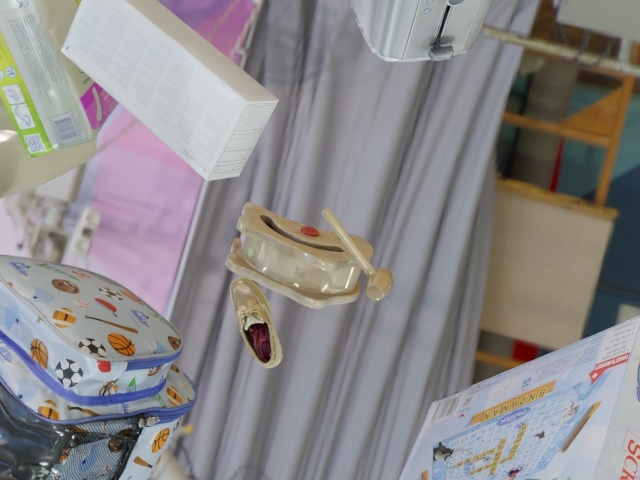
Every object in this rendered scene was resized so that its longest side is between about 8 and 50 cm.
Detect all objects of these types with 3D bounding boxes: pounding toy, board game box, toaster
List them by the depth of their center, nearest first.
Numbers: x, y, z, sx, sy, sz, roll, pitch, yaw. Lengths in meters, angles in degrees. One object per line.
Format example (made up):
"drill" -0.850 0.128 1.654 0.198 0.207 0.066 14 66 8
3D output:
"board game box" 0.166 0.248 0.981 0.066 0.318 0.319 40 142 -12
"toaster" 0.089 -0.280 1.032 0.129 0.227 0.146 -10 147 -13
"pounding toy" 0.000 0.000 1.574 0.270 0.154 0.154 24 -158 15

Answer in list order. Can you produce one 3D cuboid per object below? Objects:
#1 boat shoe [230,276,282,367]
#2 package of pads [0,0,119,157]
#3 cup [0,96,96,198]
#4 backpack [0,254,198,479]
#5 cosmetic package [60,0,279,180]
"boat shoe" -0.090 0.113 1.483 0.050 0.135 0.045 -26 173 5
"package of pads" -0.316 -0.270 1.304 0.101 0.229 0.296 -12 -151 13
"cup" -0.504 -0.223 1.804 0.237 0.330 0.331 -2 178 -15
"backpack" -0.262 0.141 1.085 0.276 0.213 0.263 41 -171 26
"cosmetic package" -0.159 -0.172 1.102 0.239 0.098 0.060 41 -154 21
